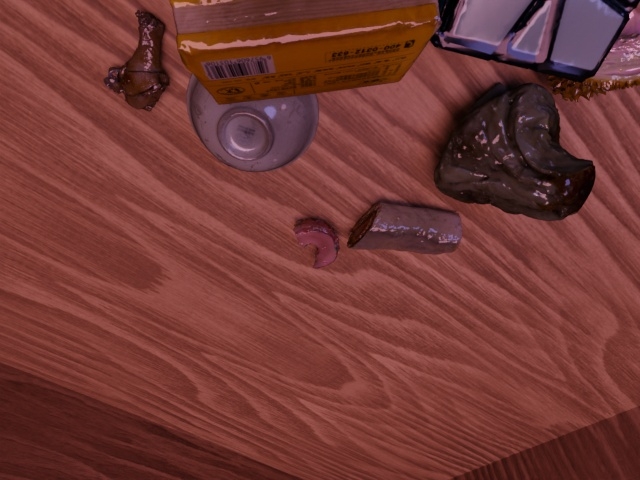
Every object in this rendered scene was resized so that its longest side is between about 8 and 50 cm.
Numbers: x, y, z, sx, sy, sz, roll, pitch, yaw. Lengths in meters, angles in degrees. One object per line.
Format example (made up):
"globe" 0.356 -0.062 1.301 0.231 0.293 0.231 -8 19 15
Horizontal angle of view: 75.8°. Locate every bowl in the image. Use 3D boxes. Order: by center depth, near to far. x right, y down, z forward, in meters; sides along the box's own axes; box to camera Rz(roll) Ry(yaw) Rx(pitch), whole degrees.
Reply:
"bowl" -0.159 -0.260 0.924 0.312 0.146 0.314 0 129 0

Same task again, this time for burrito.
"burrito" 0.230 -0.025 1.133 0.298 0.105 0.143 5 132 -6

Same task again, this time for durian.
"durian" 0.581 -0.383 0.836 0.249 0.183 0.138 -14 158 13

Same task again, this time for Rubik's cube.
"Rubik's cube" 0.336 -0.462 0.675 0.293 0.284 0.289 14 128 -6

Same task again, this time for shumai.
"shumai" 0.437 -0.140 0.908 0.303 0.264 0.309 -35 138 14

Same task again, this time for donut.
"donut" 0.000 0.000 1.177 0.116 0.065 0.166 -18 127 15

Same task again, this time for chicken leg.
"chicken leg" -0.377 -0.372 0.882 0.125 0.080 0.196 39 119 -12

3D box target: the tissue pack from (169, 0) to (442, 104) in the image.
"tissue pack" -0.031 -0.382 0.693 0.381 0.293 0.229 -7 93 -1

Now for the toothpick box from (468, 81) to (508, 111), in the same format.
"toothpick box" 0.388 -0.311 0.938 0.052 0.052 0.083 36 119 -24
